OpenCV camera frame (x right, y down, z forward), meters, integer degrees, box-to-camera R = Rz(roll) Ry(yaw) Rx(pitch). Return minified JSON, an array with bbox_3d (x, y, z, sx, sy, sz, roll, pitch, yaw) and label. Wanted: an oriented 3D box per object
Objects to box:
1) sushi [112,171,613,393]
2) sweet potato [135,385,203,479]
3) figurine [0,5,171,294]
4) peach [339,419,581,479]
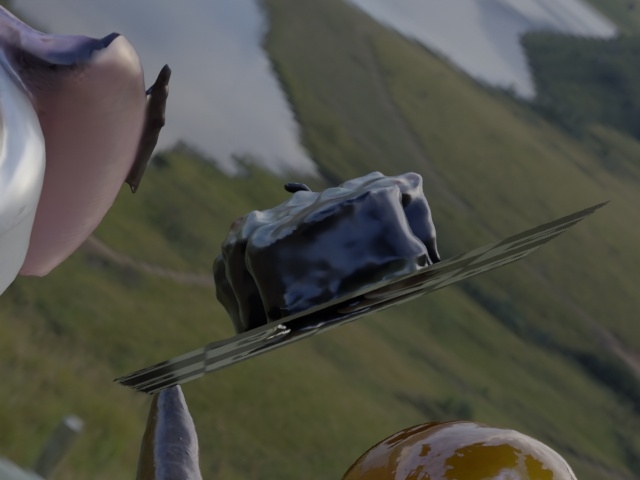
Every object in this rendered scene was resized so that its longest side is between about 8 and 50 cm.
[{"bbox_3d":[0.000,0.000,1.086,0.373,0.296,0.100,102,-32,-84],"label":"sushi"},{"bbox_3d":[-0.116,0.222,1.306,0.077,0.077,0.244,23,41,-47],"label":"sweet potato"},{"bbox_3d":[-0.251,-0.076,0.523,0.361,0.253,0.211,36,35,10],"label":"figurine"},{"bbox_3d":[0.054,0.131,0.581,0.138,0.138,0.138,36,14,-11],"label":"peach"}]
